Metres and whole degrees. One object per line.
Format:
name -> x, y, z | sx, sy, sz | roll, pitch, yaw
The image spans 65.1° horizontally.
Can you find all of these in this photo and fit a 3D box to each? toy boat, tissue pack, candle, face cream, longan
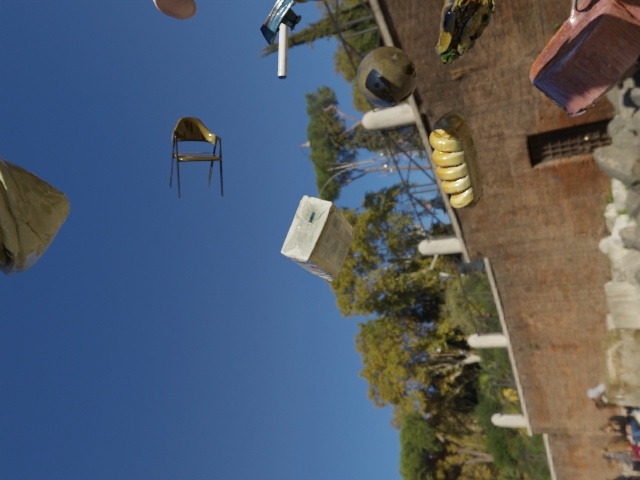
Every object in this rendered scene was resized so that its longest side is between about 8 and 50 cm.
toy boat -> -0.074, -0.470, 1.052 | 0.060, 0.137, 0.060 | 34, -153, -18
tissue pack -> 0.000, 0.000, 1.182 | 0.149, 0.092, 0.196 | -67, -26, -11
candle -> 0.502, -0.383, 0.942 | 0.317, 0.131, 0.287 | -53, 1, -9
face cream -> -0.301, -0.496, 0.979 | 0.084, 0.057, 0.198 | 6, -140, -35
longan -> 0.188, -0.456, 1.408 | 0.187, 0.167, 0.168 | -106, -6, -60

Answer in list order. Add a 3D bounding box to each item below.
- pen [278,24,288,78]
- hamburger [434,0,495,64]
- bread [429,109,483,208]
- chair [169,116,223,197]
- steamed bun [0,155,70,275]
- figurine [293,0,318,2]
pen -> -0.120, -0.666, 1.640 | 0.033, 0.033, 0.270 | -2, -86, -65
hamburger -> 0.366, -0.589, 1.320 | 0.206, 0.129, 0.183 | 120, 172, -64
bread -> 0.432, -0.243, 1.598 | 0.173, 0.121, 0.312 | -47, -57, -48
chair -> -0.431, -0.287, 1.729 | 0.158, 0.172, 0.247 | -6, -66, -32
steamed bun -> -0.715, -0.032, 0.954 | 0.347, 0.393, 0.238 | 113, 166, -53
figurine -> -0.021, -0.569, 0.917 | 0.192, 0.167, 0.257 | 3, -118, -67
